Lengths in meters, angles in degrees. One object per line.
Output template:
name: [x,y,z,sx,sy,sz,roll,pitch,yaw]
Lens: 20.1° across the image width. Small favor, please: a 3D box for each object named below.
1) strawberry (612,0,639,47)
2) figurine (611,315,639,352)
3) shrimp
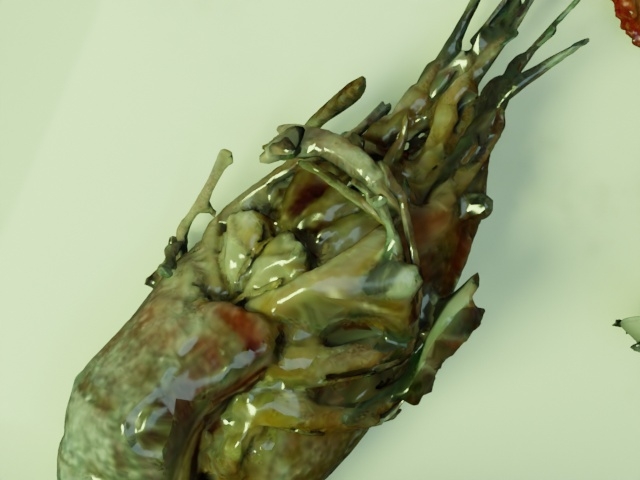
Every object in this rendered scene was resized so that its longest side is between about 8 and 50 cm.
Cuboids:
strawberry: [0.159,-0.166,0.852,0.104,0.048,0.152,-3,111,-17]
figurine: [0.214,-0.014,0.854,0.132,0.132,0.154,12,83,-12]
shrimp: [0.001,0.001,0.807,0.145,0.116,0.343,37,89,-27]
